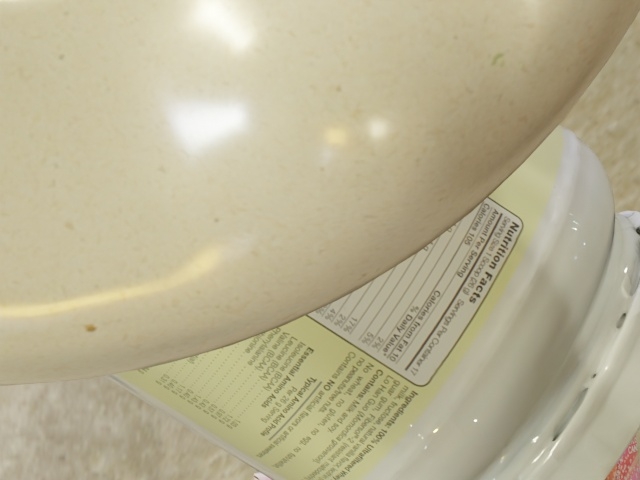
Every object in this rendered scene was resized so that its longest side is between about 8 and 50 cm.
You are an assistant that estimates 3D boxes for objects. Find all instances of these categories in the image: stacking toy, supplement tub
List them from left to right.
[{"bbox_3d":[-0.098,-0.215,0.526,0.350,0.351,0.480,2,31,-8],"label":"stacking toy"},{"bbox_3d":[0.000,0.000,0.839,0.325,0.235,0.235,33,69,-8],"label":"supplement tub"}]

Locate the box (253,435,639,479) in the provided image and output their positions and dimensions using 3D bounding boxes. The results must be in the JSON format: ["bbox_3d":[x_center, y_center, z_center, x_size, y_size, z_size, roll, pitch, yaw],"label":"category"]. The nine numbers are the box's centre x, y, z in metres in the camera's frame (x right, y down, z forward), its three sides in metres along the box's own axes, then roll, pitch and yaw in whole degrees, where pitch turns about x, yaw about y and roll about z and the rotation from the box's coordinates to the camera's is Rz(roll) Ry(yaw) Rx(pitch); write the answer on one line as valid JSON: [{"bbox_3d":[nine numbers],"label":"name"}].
[{"bbox_3d":[0.101,0.206,1.127,0.300,0.142,0.154,-4,88,-56],"label":"box"}]
